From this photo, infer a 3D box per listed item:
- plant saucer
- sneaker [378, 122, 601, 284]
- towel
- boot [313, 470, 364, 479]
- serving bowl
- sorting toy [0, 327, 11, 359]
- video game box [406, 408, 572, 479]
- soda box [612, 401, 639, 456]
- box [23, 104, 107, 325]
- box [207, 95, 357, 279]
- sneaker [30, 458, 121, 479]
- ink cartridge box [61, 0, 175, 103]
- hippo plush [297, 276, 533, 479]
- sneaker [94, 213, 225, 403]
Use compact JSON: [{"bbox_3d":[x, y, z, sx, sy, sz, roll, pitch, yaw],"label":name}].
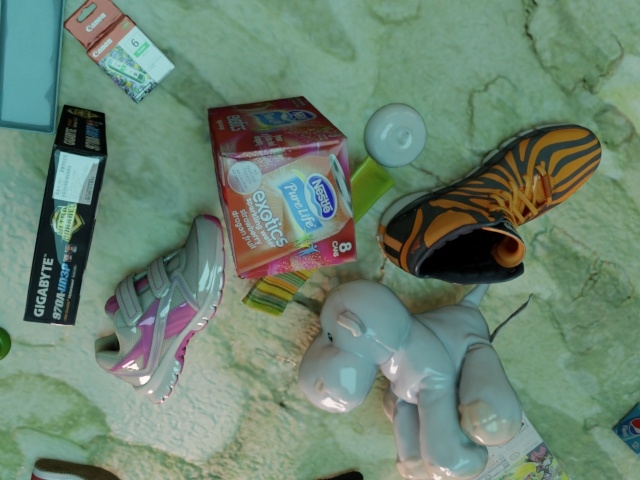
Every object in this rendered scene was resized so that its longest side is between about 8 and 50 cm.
[{"bbox_3d":[-0.318,-0.215,0.818,0.067,0.018,0.192,6,108,-16],"label":"plant saucer"},{"bbox_3d":[0.241,-0.032,0.935,0.321,0.180,0.124,-30,114,-3],"label":"sneaker"},{"bbox_3d":[0.000,0.000,0.937,0.021,0.102,0.237,43,96,21],"label":"towel"},{"bbox_3d":[0.019,0.400,1.108,0.121,0.045,0.099,-13,115,-10],"label":"boot"},{"bbox_3d":[0.099,-0.131,0.947,0.083,0.027,0.083,-5,109,-13],"label":"serving bowl"},{"bbox_3d":[-0.429,0.130,0.897,0.102,0.042,0.061,17,104,-19],"label":"sorting toy"},{"bbox_3d":[0.260,0.364,1.153,0.205,0.048,0.187,-36,112,0],"label":"video game box"},{"bbox_3d":[0.573,0.356,1.216,0.210,0.071,0.067,40,96,-23],"label":"soda box"},{"bbox_3d":[-0.264,-0.037,0.784,0.051,0.220,0.175,10,107,-20],"label":"box"},{"bbox_3d":[-0.049,-0.069,0.806,0.123,0.257,0.128,-9,110,-9],"label":"box"},{"bbox_3d":[-0.328,0.336,0.996,0.118,0.042,0.067,17,100,-11],"label":"sneaker"},{"bbox_3d":[-0.224,-0.216,0.834,0.063,0.029,0.115,-43,114,3],"label":"ink cartridge box"},{"bbox_3d":[0.108,0.153,0.938,0.237,0.234,0.294,24,102,-21],"label":"hippo plush"},{"bbox_3d":[-0.196,0.077,0.905,0.111,0.103,0.252,23,101,-22],"label":"sneaker"}]
